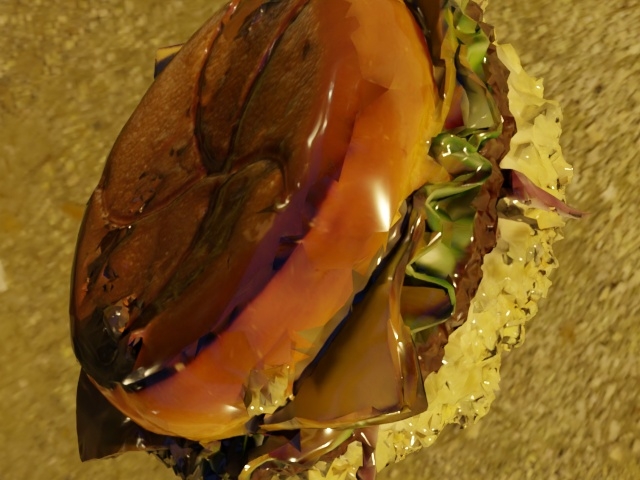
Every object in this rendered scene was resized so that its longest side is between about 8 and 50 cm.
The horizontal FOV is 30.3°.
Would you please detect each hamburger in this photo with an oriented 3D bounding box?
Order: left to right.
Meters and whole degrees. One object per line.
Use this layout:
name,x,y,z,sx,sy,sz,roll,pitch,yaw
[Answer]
hamburger,0.000,0.000,0.477,0.243,0.138,0.262,-14,53,50
